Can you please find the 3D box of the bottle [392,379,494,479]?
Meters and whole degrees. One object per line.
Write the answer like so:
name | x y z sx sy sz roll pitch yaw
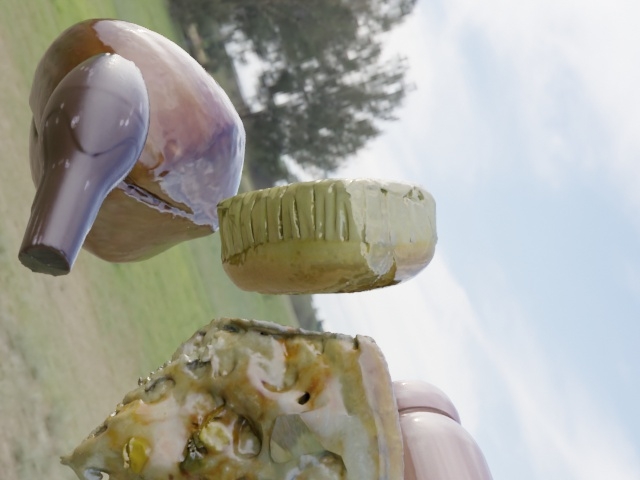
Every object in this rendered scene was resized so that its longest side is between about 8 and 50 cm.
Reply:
bottle | 0.104 0.304 1.223 0.173 0.206 0.296 59 11 -36

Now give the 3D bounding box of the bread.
bread | 0.000 0.000 1.013 0.236 0.140 0.106 -5 -93 50

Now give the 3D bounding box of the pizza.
pizza | -0.076 0.157 0.883 0.071 0.297 0.189 39 53 -74

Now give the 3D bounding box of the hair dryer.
hair dryer | -0.321 -0.039 1.293 0.340 0.123 0.312 -49 -156 51

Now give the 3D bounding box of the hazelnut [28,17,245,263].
hazelnut | -0.285 -0.149 1.552 0.372 0.315 0.372 16 -62 33
